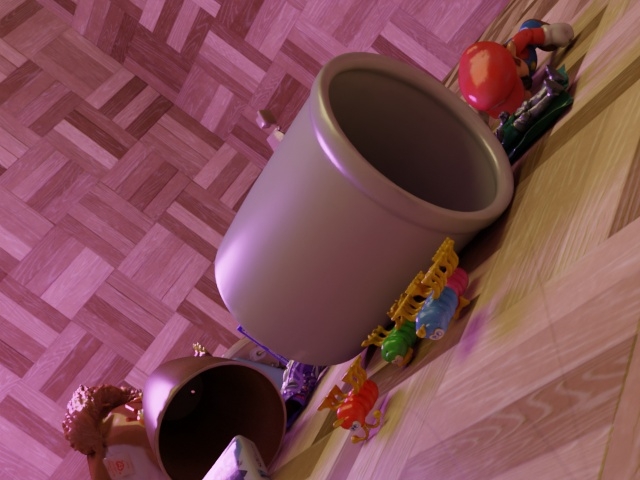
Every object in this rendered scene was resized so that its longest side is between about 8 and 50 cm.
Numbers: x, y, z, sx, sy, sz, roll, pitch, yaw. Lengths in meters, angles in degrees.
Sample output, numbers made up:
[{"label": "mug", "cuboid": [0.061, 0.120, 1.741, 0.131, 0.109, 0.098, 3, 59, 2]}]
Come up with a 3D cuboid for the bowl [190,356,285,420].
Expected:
[{"label": "bowl", "cuboid": [-0.191, 0.365, 1.745, 0.312, 0.163, 0.311, -53, 3, 4]}]

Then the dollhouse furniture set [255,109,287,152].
[{"label": "dollhouse furniture set", "cuboid": [0.048, -0.269, 2.332, 0.303, 0.356, 0.174, -15, -24, -47]}]

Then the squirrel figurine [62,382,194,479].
[{"label": "squirrel figurine", "cuboid": [-0.425, 0.465, 2.073, 0.281, 0.396, 0.370, -62, -11, 15]}]

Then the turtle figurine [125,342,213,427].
[{"label": "turtle figurine", "cuboid": [-0.306, 0.312, 1.732, 0.217, 0.087, 0.269, -47, -7, -15]}]

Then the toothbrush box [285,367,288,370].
[{"label": "toothbrush box", "cuboid": [-0.148, 0.301, 2.084, 0.283, 0.122, 0.206, -58, 6, -32]}]

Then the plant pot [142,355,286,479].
[{"label": "plant pot", "cuboid": [-0.222, 0.305, 1.511, 0.237, 0.237, 0.254, -54, 27, -13]}]

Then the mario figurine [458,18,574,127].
[{"label": "mario figurine", "cuboid": [0.370, -0.303, 1.573, 0.320, 0.170, 0.198, -42, -42, -50]}]

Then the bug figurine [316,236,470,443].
[{"label": "bug figurine", "cuboid": [0.108, 0.120, 1.043, 0.279, 0.072, 0.216, -56, -5, 38]}]

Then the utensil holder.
[{"label": "utensil holder", "cuboid": [0.052, -0.034, 1.290, 0.385, 0.327, 0.328, -54, 3, 38]}]

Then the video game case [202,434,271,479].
[{"label": "video game case", "cuboid": [-0.146, 0.425, 0.945, 0.329, 0.036, 0.300, -54, 25, 3]}]

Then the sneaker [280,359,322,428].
[{"label": "sneaker", "cuboid": [-0.037, 0.278, 1.556, 0.071, 0.068, 0.170, -5, 55, 64]}]

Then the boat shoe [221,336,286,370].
[{"label": "boat shoe", "cuboid": [-0.113, 0.247, 1.878, 0.302, 0.098, 0.109, -37, -17, 0]}]

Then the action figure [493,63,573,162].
[{"label": "action figure", "cuboid": [0.307, -0.171, 1.344, 0.232, 0.063, 0.137, -55, 6, 38]}]

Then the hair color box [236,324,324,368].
[{"label": "hair color box", "cuboid": [-0.017, 0.111, 1.746, 0.110, 0.185, 0.339, -51, 4, 35]}]
